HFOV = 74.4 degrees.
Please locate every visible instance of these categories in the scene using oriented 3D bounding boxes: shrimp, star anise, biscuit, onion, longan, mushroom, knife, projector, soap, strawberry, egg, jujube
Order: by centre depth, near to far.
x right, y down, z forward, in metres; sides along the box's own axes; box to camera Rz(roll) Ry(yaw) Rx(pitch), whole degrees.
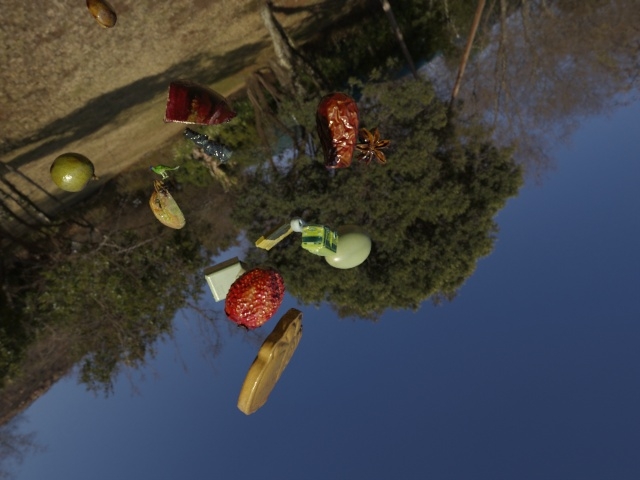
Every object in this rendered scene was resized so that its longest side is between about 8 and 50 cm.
[{"bbox_3d":[-0.138,0.365,1.306,0.351,0.057,0.312,-53,164,-44],"label":"biscuit"},{"bbox_3d":[-0.830,-0.864,1.592,0.087,0.127,0.127,-36,-157,13],"label":"mushroom"},{"bbox_3d":[-0.952,-0.262,1.640,0.154,0.176,0.145,-12,-112,37],"label":"longan"},{"bbox_3d":[-0.474,-0.553,1.658,0.280,0.146,0.314,-4,-150,-15],"label":"onion"},{"bbox_3d":[-0.625,-0.144,1.689,0.145,0.267,0.061,16,-124,11],"label":"shrimp"},{"bbox_3d":[-0.289,0.238,1.868,0.250,0.238,0.288,-67,178,-63],"label":"strawberry"},{"bbox_3d":[0.081,-0.501,1.944,0.216,0.342,0.216,3,-176,0],"label":"jujube"},{"bbox_3d":[-0.059,-0.033,2.076,0.044,0.331,0.080,-9,-111,21],"label":"knife"},{"bbox_3d":[0.132,0.037,2.166,0.218,0.218,0.295,-9,-162,46],"label":"egg"},{"bbox_3d":[0.256,-0.486,2.209,0.190,0.220,0.126,-56,-151,-16],"label":"star anise"},{"bbox_3d":[-0.241,-0.030,2.283,0.252,0.092,0.037,-35,-125,31],"label":"soap"},{"bbox_3d":[-0.516,0.211,2.380,0.242,0.177,0.163,-23,-161,-12],"label":"projector"}]

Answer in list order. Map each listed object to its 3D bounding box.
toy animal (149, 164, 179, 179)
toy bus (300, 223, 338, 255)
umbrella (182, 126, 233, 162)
[{"bbox_3d":[-0.809,-0.359,2.211,0.216,0.075,0.041,7,-146,28],"label":"toy animal"},{"bbox_3d":[0.000,0.000,1.489,0.088,0.175,0.101,2,-100,20],"label":"toy bus"},{"bbox_3d":[-0.463,-0.392,1.715,0.080,0.224,0.071,-50,-128,13],"label":"umbrella"}]
